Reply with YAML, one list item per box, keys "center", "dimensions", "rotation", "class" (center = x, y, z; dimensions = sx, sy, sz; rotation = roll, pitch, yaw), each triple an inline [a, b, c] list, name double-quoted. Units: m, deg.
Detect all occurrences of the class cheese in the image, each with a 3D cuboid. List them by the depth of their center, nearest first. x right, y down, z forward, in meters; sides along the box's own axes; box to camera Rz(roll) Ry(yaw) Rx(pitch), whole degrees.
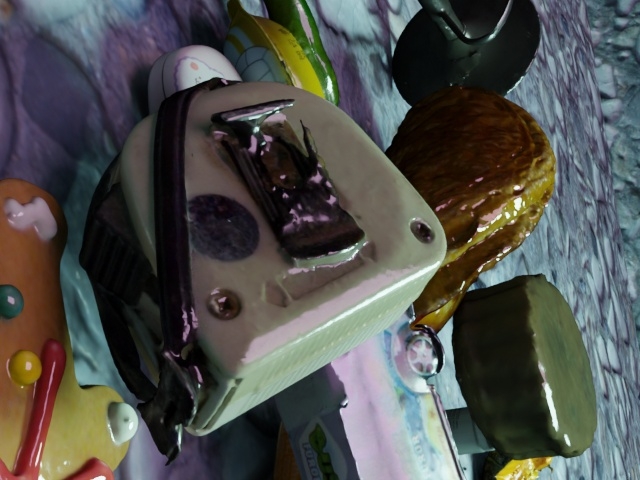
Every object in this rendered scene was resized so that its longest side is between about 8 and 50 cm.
- center: [-0.028, -0.114, 0.991]
  dimensions: [0.270, 0.069, 0.177]
  rotation: [63, -11, -6]
  class: "cheese"

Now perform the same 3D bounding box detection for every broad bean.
- center: [-0.030, -0.212, 1.077]
  dimensions: [0.144, 0.049, 0.292]
  rotation: [-144, -148, -76]
  class: "broad bean"

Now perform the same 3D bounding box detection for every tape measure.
- center: [-0.064, -0.009, 0.726]
  dimensions: [0.271, 0.133, 0.231]
  rotation: [-28, 71, -37]
  class: "tape measure"

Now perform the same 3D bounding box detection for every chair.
- center: [0.111, -0.347, 1.283]
  dimensions: [0.401, 0.226, 0.226]
  rotation: [39, 44, -51]
  class: "chair"

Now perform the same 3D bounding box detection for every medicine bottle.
- center: [0.172, 0.240, 1.274]
  dimensions: [0.058, 0.091, 0.058]
  rotation: [39, 45, -53]
  class: "medicine bottle"

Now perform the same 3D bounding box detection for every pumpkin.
- center: [0.284, 0.345, 1.439]
  dimensions: [0.119, 0.107, 0.183]
  rotation: [26, 62, -50]
  class: "pumpkin"

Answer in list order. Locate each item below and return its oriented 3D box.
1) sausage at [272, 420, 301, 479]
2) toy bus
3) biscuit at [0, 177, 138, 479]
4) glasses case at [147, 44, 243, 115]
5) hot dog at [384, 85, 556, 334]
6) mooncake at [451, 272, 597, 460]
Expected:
- center: [-0.002, 0.256, 0.908]
  dimensions: [0.093, 0.093, 0.312]
  rotation: [48, 37, -46]
  class: "sausage"
- center: [0.049, 0.187, 0.847]
  dimensions: [0.138, 0.112, 0.317]
  rotation: [-14, 83, -47]
  class: "toy bus"
- center: [-0.186, 0.121, 0.648]
  dimensions: [0.216, 0.047, 0.340]
  rotation: [-9, 86, -64]
  class: "biscuit"
- center: [-0.082, -0.026, 0.898]
  dimensions: [0.113, 0.075, 0.297]
  rotation: [-18, 95, -65]
  class: "glasses case"
- center: [0.143, -0.027, 1.188]
  dimensions: [0.174, 0.267, 0.387]
  rotation: [31, 36, -7]
  class: "hot dog"
- center: [0.241, 0.156, 1.221]
  dimensions: [0.228, 0.124, 0.228]
  rotation: [42, 39, -48]
  class: "mooncake"
